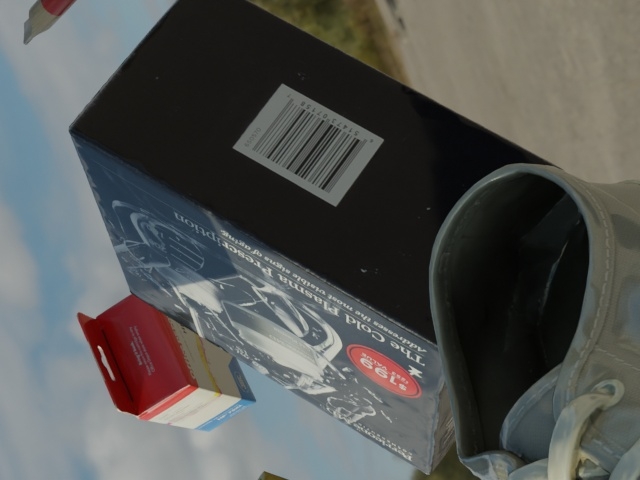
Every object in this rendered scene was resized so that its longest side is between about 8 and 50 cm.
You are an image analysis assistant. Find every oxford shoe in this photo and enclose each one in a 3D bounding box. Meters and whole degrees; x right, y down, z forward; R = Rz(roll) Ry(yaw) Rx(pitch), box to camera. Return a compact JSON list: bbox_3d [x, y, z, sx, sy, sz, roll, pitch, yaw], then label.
[{"bbox_3d":[0.140,0.112,0.481,0.130,0.169,0.449,16,-153,-24],"label":"oxford shoe"}]

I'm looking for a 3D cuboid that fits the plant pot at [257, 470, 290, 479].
[{"bbox_3d":[-0.011,0.206,0.864,0.081,0.083,0.081,115,165,-52],"label":"plant pot"}]

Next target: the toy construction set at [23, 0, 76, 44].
[{"bbox_3d":[-0.303,-0.306,1.150,0.257,0.237,0.308,-12,-107,-45],"label":"toy construction set"}]

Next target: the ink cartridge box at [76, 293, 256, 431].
[{"bbox_3d":[-0.176,0.138,1.578,0.134,0.078,0.231,62,-167,21],"label":"ink cartridge box"}]

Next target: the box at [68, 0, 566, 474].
[{"bbox_3d":[0.000,0.000,1.146,0.343,0.179,0.312,30,160,16],"label":"box"}]
